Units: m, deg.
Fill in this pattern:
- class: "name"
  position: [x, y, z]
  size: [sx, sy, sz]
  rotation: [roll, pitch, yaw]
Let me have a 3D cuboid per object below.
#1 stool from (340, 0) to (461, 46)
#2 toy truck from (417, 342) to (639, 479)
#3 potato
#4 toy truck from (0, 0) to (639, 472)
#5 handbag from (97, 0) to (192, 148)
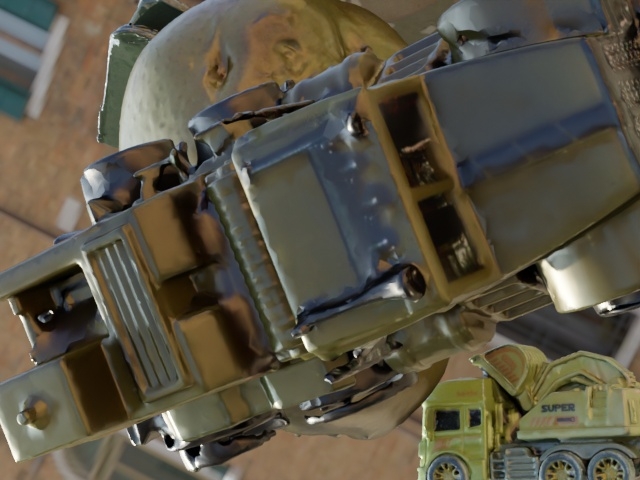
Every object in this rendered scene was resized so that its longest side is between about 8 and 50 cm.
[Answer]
- class: "stool"
  position: [0.085, -0.312, 1.183]
  size: [0.310, 0.226, 0.310]
  rotation: [-32, -41, 5]
- class: "toy truck"
  position: [0.167, 0.135, 1.078]
  size: [0.085, 0.191, 0.116]
  rotation: [13, -107, -57]
- class: "potato"
  position: [-0.010, -0.007, 0.984]
  size: [0.218, 0.202, 0.351]
  rotation: [-26, -60, -33]
- class: "toy truck"
  position: [0.004, -0.001, 0.492]
  size: [0.257, 0.127, 0.127]
  rotation: [-23, -3, 28]
- class: "handbag"
  position: [-0.122, -0.148, 1.633]
  size: [0.260, 0.247, 0.079]
  rotation: [114, 180, -59]
